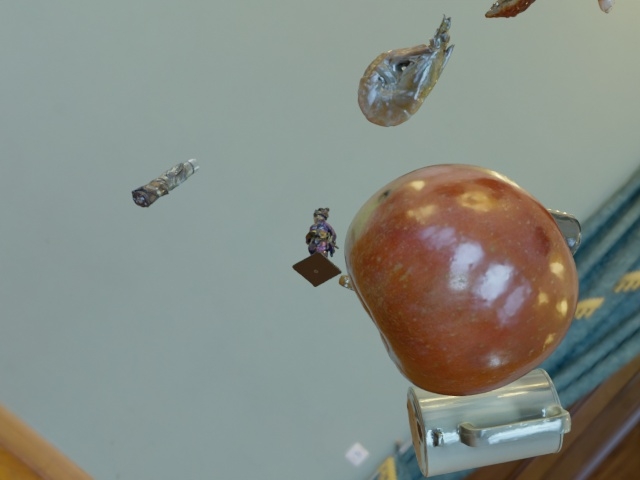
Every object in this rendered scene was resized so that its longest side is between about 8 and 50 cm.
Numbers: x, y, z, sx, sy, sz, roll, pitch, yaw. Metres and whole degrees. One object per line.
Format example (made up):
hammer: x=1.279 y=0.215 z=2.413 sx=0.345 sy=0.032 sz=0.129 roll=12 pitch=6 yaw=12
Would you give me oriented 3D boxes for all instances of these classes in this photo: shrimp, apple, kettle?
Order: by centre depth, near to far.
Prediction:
apple: x=0.197 y=0.055 z=1.161 sx=0.348 sy=0.277 sz=0.348 roll=61 pitch=-1 yaw=3
kettle: x=0.370 y=0.397 z=1.810 sx=0.265 sy=0.318 sz=0.205 roll=89 pitch=-7 yaw=-56
shrimp: x=0.210 y=-0.424 z=1.977 sx=0.168 sy=0.317 sz=0.077 roll=34 pitch=3 yaw=8

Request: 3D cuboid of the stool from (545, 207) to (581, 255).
stool: x=0.409 y=-0.012 z=1.463 sx=0.110 sy=0.096 sz=0.096 roll=16 pitch=12 yaw=-25

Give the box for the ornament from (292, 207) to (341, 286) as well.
ornament: x=-0.007 y=0.006 z=1.816 sx=0.088 sy=0.081 sz=0.203 roll=42 pitch=28 yaw=-30

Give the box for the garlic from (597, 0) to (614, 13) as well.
garlic: x=0.499 y=-0.529 z=1.500 sx=0.199 sy=0.199 sz=0.226 roll=-137 pitch=-153 yaw=-66

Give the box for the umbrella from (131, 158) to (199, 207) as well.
umbrella: x=-0.315 y=-0.122 z=1.678 sx=0.046 sy=0.050 sz=0.188 roll=59 pitch=41 yaw=-9

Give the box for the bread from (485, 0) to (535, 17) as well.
bread: x=0.361 y=-0.445 z=1.237 sx=0.139 sy=0.269 sz=0.095 roll=46 pitch=6 yaw=-45

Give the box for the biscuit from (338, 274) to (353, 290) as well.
biscuit: x=0.167 y=0.120 z=1.443 sx=0.254 sy=0.029 sz=0.172 roll=24 pitch=1 yaw=23
